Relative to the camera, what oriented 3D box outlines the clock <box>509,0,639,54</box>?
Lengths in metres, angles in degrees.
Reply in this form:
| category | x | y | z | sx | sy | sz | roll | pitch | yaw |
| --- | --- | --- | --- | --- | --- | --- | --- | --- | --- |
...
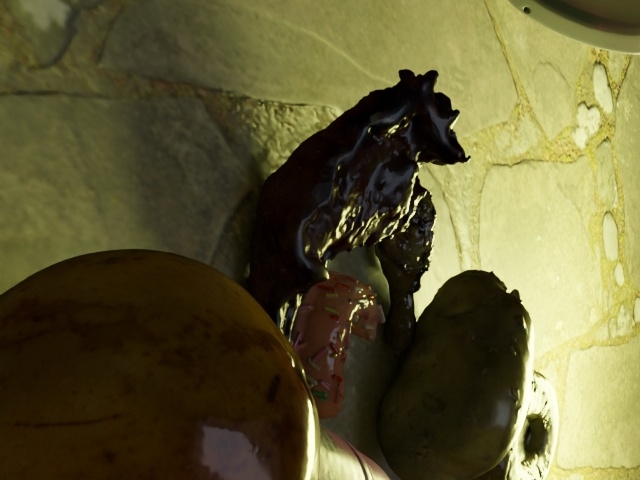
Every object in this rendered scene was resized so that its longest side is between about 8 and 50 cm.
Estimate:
| category | x | y | z | sx | sy | sz | roll | pitch | yaw |
| --- | --- | --- | --- | --- | --- | --- | --- | --- | --- |
| clock | 0.383 | -0.405 | 1.686 | 0.102 | 0.339 | 0.338 | -55 | 141 | -38 |

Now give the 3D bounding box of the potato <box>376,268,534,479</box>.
| category | x | y | z | sx | sy | sz | roll | pitch | yaw |
| --- | --- | --- | --- | --- | --- | --- | --- | --- | --- |
| potato | 0.167 | 0.157 | 1.509 | 0.141 | 0.192 | 0.296 | 35 | 47 | -23 |

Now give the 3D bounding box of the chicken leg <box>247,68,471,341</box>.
| category | x | y | z | sx | sy | sz | roll | pitch | yaw |
| --- | --- | --- | --- | --- | --- | --- | --- | --- | --- |
| chicken leg | 0.000 | 0.000 | 1.217 | 0.158 | 0.096 | 0.407 | 38 | 74 | -33 |

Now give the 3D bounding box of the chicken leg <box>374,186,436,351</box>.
| category | x | y | z | sx | sy | sz | roll | pitch | yaw |
| --- | --- | --- | --- | --- | --- | --- | --- | --- | --- |
| chicken leg | 0.093 | 0.035 | 1.473 | 0.085 | 0.069 | 0.197 | -83 | 176 | -70 |

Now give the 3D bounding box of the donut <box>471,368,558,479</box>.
| category | x | y | z | sx | sy | sz | roll | pitch | yaw |
| --- | --- | --- | --- | --- | --- | --- | --- | --- | --- |
| donut | 0.224 | 0.257 | 1.695 | 0.261 | 0.128 | 0.208 | 9 | 87 | -62 |

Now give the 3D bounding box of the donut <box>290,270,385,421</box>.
| category | x | y | z | sx | sy | sz | roll | pitch | yaw |
| --- | --- | --- | --- | --- | --- | --- | --- | --- | --- |
| donut | 0.007 | 0.095 | 1.296 | 0.117 | 0.065 | 0.166 | 61 | 40 | -50 |

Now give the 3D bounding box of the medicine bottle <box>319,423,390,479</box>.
| category | x | y | z | sx | sy | sz | roll | pitch | yaw |
| --- | --- | --- | --- | --- | --- | --- | --- | --- | --- |
| medicine bottle | -0.050 | 0.211 | 1.074 | 0.254 | 0.152 | 0.152 | 42 | 57 | -52 |

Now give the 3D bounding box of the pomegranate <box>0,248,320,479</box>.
| category | x | y | z | sx | sy | sz | roll | pitch | yaw |
| --- | --- | --- | --- | --- | --- | --- | --- | --- | --- |
| pomegranate | -0.131 | 0.129 | 0.828 | 0.264 | 0.264 | 0.264 | -19 | 112 | -62 |
